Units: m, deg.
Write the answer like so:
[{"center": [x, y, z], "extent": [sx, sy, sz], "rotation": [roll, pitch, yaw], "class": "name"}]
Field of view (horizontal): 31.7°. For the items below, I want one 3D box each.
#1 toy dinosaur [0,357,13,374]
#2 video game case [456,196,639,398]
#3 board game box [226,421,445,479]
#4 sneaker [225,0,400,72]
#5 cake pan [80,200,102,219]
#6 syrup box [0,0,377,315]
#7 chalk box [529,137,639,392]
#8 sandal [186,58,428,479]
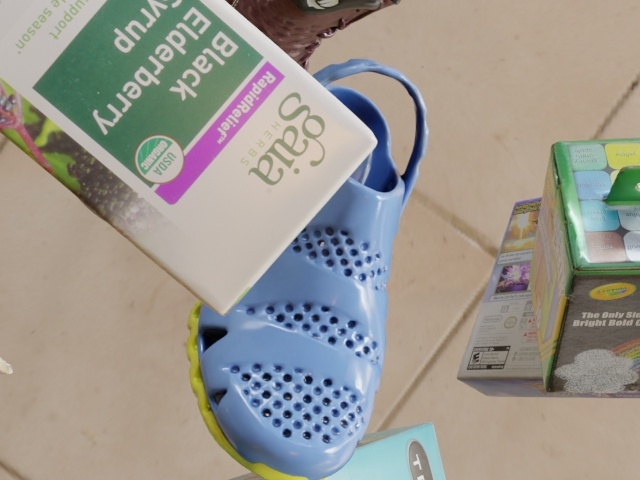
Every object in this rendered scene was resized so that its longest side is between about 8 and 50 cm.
[{"center": [-0.122, -0.046, 0.250], "extent": [0.092, 0.053, 0.183], "rotation": [-13, 96, -22], "class": "toy dinosaur"}, {"center": [0.292, 0.056, 1.276], "extent": [0.061, 0.269, 0.244], "rotation": [30, 69, -25], "class": "video game case"}, {"center": [0.015, 0.274, 0.771], "extent": [0.079, 0.336, 0.254], "rotation": [-16, 82, 25], "class": "board game box"}, {"center": [-0.007, -0.163, 0.914], "extent": [0.162, 0.281, 0.106], "rotation": [-8, 63, 11], "class": "sneaker"}, {"center": [-0.125, -0.102, 1.185], "extent": [0.293, 0.054, 0.293], "rotation": [-2, 140, -2], "class": "cake pan"}, {"center": [-0.096, -0.084, 0.456], "extent": [0.237, 0.096, 0.093], "rotation": [41, 92, -7], "class": "syrup box"}, {"center": [0.240, 0.006, 0.858], "extent": [0.132, 0.132, 0.213], "rotation": [0, 140, 1], "class": "chalk box"}, {"center": [0.000, 0.000, 0.725], "extent": [0.126, 0.317, 0.138], "rotation": [18, 145, -17], "class": "sandal"}]
